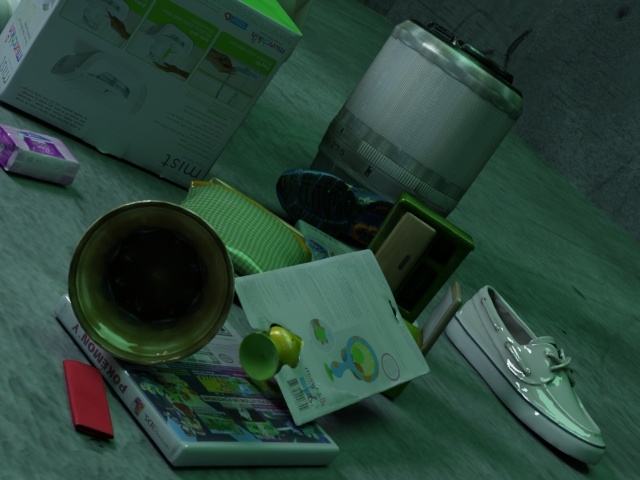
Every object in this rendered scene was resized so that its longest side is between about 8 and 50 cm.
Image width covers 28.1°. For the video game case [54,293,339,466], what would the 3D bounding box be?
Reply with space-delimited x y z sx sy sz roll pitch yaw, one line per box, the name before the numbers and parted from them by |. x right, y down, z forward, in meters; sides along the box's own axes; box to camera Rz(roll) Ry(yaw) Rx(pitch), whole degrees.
video game case | -0.099 0.117 1.055 0.183 0.023 0.201 45 18 32

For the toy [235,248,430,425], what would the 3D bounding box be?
toy | 0.001 0.090 1.178 0.237 0.056 0.137 -9 71 -60

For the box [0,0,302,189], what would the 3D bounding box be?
box | -0.198 -0.216 1.435 0.262 0.231 0.127 24 21 -32

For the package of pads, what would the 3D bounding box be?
package of pads | -0.280 -0.083 1.251 0.050 0.032 0.083 44 18 33

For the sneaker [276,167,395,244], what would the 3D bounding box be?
sneaker | 0.008 -0.048 1.676 0.087 0.083 0.221 30 4 37

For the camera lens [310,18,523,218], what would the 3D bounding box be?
camera lens | 0.141 -0.162 1.845 0.219 0.274 0.219 33 9 -6

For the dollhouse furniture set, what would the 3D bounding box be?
dollhouse furniture set | 0.000 0.000 1.354 0.301 0.151 0.197 33 16 -5

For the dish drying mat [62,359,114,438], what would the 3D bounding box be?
dish drying mat | -0.171 0.116 0.939 0.032 0.008 0.083 25 19 -28

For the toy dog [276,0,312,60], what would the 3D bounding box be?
toy dog | -0.109 -0.390 1.663 0.284 0.395 0.408 41 13 -4

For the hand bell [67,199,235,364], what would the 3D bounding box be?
hand bell | -0.132 0.020 1.083 0.126 0.126 0.242 33 4 -5

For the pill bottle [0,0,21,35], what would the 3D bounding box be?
pill bottle | -0.365 -0.264 1.518 0.078 0.078 0.137 40 16 17

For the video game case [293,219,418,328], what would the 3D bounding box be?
video game case | 0.041 0.044 1.556 0.157 0.019 0.143 30 17 -18

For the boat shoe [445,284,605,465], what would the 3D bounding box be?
boat shoe | 0.259 0.155 1.542 0.096 0.088 0.267 20 21 -42
